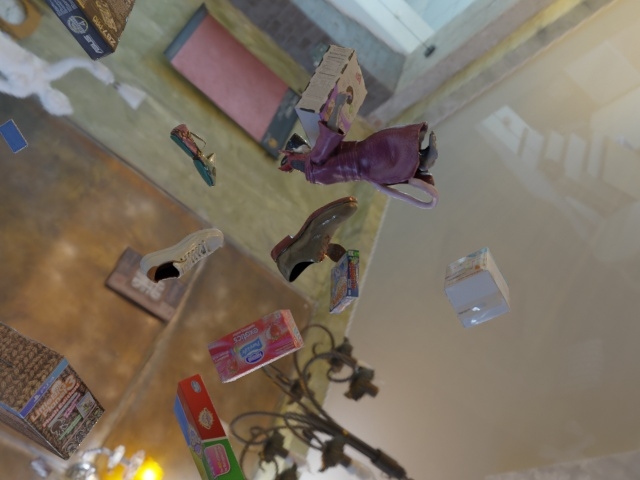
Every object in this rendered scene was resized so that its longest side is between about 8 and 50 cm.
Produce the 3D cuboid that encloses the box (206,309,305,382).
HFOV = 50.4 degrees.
[{"bbox_3d":[-0.227,0.373,2.412,0.300,0.154,0.142,-25,170,8],"label":"box"}]

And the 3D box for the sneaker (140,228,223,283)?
[{"bbox_3d":[-0.438,0.063,2.246,0.290,0.106,0.123,-27,-136,-17],"label":"sneaker"}]

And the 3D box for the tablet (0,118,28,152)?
[{"bbox_3d":[-0.866,-0.293,1.917,0.054,0.083,0.006,-26,-168,16],"label":"tablet"}]

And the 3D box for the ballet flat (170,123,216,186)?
[{"bbox_3d":[-0.380,-0.273,2.142,0.079,0.221,0.077,-45,-156,-21],"label":"ballet flat"}]

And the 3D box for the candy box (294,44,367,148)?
[{"bbox_3d":[0.030,-0.334,1.619,0.070,0.165,0.196,18,-111,24],"label":"candy box"}]

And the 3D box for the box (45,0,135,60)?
[{"bbox_3d":[-0.747,-0.806,2.094,0.097,0.395,0.318,-17,-133,18],"label":"box"}]

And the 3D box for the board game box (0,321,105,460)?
[{"bbox_3d":[-0.648,0.328,1.502,0.141,0.232,0.291,-57,159,-31],"label":"board game box"}]

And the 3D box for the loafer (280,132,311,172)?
[{"bbox_3d":[-0.066,-0.222,1.839,0.062,0.061,0.170,-55,176,-20],"label":"loafer"}]

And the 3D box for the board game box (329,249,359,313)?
[{"bbox_3d":[0.068,0.121,1.947,0.201,0.035,0.136,124,-30,-66],"label":"board game box"}]

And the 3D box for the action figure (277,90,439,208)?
[{"bbox_3d":[0.082,-0.169,1.548,0.370,0.248,0.276,-6,-113,11],"label":"action figure"}]

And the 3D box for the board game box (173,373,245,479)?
[{"bbox_3d":[-0.316,0.561,1.892,0.064,0.316,0.242,-18,154,-25],"label":"board game box"}]

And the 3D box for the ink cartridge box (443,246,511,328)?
[{"bbox_3d":[0.291,0.089,1.262,0.092,0.090,0.143,-27,-170,20],"label":"ink cartridge box"}]

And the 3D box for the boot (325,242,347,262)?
[{"bbox_3d":[0.057,0.044,2.295,0.158,0.084,0.059,29,-91,45],"label":"boot"}]

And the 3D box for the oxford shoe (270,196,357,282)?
[{"bbox_3d":[0.000,0.000,2.099,0.348,0.123,0.130,-42,-118,28],"label":"oxford shoe"}]
